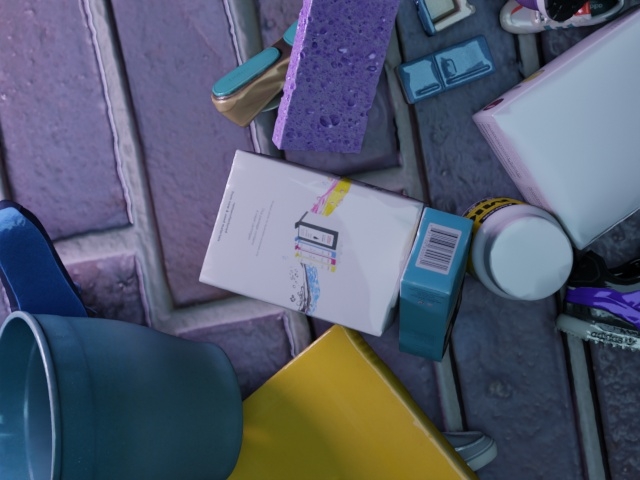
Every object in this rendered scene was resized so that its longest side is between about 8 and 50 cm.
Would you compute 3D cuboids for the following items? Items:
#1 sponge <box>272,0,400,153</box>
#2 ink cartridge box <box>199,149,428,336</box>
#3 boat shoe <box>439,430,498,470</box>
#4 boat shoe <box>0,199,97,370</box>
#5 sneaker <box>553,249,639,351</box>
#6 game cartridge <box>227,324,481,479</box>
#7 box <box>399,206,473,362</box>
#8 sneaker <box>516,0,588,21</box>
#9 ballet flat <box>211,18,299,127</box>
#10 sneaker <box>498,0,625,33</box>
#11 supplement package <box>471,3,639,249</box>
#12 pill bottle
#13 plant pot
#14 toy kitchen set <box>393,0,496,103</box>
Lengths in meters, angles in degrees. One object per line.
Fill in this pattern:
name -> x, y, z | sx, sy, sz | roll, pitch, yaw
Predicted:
sponge -> 0.018, -0.211, 1.380 | 0.117, 0.031, 0.210 | 2, 118, -24
ink cartridge box -> 0.000, 0.000, 1.363 | 0.233, 0.171, 0.168 | 17, 95, 8
boat shoe -> 0.120, 0.278, 1.466 | 0.228, 0.079, 0.081 | -12, 101, 2
boat shoe -> -0.351, 0.059, 1.413 | 0.109, 0.089, 0.258 | -14, 120, -15
sneaker -> 0.466, 0.080, 1.447 | 0.294, 0.102, 0.146 | 11, 95, -4
game cartridge -> 0.029, 0.309, 1.428 | 0.285, 0.053, 0.323 | -41, 82, 15
box -> 0.139, 0.061, 1.349 | 0.060, 0.244, 0.100 | 16, 68, 11
sneaker -> 0.332, -0.397, 1.388 | 0.283, 0.124, 0.107 | -39, 138, -19
ballet flat -> -0.034, -0.231, 1.418 | 0.232, 0.080, 0.073 | -36, 124, 4
sneaker -> 0.311, -0.299, 1.412 | 0.161, 0.075, 0.057 | -7, 96, -2
supplement package -> 0.363, -0.149, 1.396 | 0.262, 0.145, 0.204 | -35, 97, 1
pill bottle -> 0.240, 0.010, 1.376 | 0.119, 0.208, 0.119 | 0, 96, -3
plant pot -> -0.243, 0.217, 1.346 | 0.255, 0.272, 0.271 | 0, 97, -30
toy kitchen set -> 0.137, -0.286, 1.360 | 0.122, 0.166, 0.207 | -21, 97, -1
